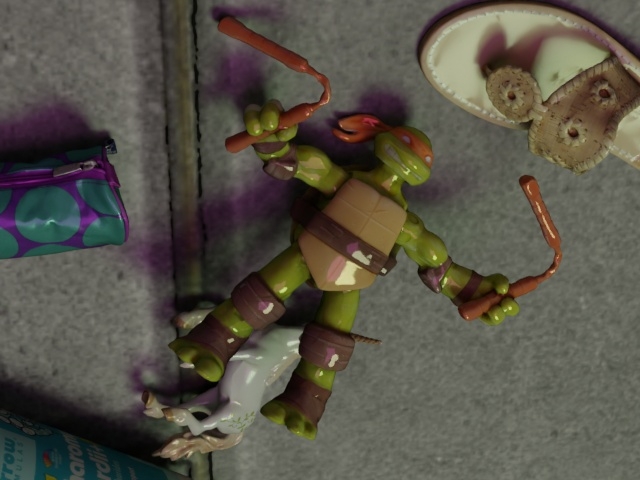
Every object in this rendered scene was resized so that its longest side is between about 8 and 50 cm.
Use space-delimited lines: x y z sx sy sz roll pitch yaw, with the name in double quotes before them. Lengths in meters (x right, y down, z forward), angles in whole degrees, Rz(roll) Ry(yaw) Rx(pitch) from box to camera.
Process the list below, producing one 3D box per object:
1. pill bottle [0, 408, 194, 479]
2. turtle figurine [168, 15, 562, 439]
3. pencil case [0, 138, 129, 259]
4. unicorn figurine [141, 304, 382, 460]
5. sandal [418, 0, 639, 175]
"pill bottle" -0.210 0.190 1.059 0.264 0.146 0.146 25 116 -29
"turtle figurine" 0.000 0.000 1.003 0.269 0.087 0.217 35 92 -19
"pencil case" -0.194 -0.021 0.961 0.152 0.064 0.070 -7 143 -9
"unicorn figurine" -0.051 0.087 1.087 0.111 0.060 0.162 8 138 -31
"sandal" 0.178 -0.076 1.005 0.240 0.079 0.088 20 118 -26
